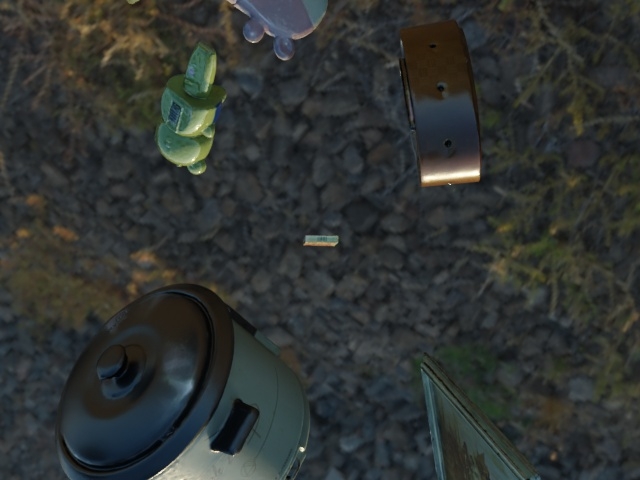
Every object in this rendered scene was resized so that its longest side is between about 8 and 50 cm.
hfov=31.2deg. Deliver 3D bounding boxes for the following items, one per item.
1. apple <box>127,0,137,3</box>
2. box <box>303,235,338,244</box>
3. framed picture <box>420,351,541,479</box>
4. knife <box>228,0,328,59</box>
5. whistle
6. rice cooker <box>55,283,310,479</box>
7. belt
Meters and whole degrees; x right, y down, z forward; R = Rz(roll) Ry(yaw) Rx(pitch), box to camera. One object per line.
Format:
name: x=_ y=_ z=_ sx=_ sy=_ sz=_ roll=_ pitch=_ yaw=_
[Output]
apple: x=-0.197 y=-0.504 z=1.829 sx=0.295 sy=0.258 sz=0.234 roll=5 pitch=111 yaw=19
box: x=0.000 y=0.000 z=2.019 sx=0.058 sy=0.015 sz=0.093 roll=0 pitch=176 yaw=-4
framed picture: x=0.173 y=0.266 z=1.224 sx=0.274 sy=0.017 sz=0.217 roll=-134 pitch=31 yaw=-64
knife: x=-0.163 y=-0.367 z=1.392 sx=0.398 sy=0.132 sz=0.038 roll=32 pitch=165 yaw=-23
whistle: x=-0.194 y=-0.199 z=1.726 sx=0.105 sy=0.085 sz=0.227 roll=38 pitch=132 yaw=20
rice cooker: x=-0.152 y=0.181 z=1.230 sx=0.280 sy=0.241 sz=0.227 roll=14 pitch=157 yaw=47
belt: x=0.173 y=-0.194 z=1.641 sx=0.105 sy=0.262 sz=0.184 roll=-9 pitch=140 yaw=3
